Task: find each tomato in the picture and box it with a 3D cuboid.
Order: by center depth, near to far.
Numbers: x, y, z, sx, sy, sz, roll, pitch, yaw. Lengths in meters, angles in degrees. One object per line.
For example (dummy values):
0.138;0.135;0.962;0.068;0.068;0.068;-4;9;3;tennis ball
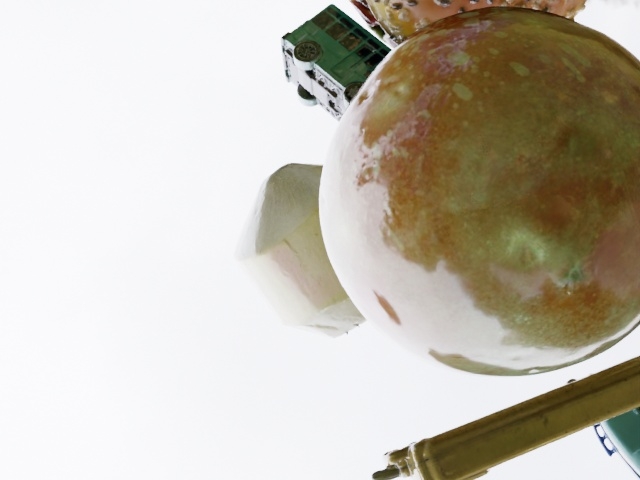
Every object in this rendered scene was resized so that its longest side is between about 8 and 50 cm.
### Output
0.138;-0.026;0.810;0.270;0.270;0.222;51;-176;-21;tomato

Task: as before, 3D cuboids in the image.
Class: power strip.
0.183;0.137;0.892;0.305;0.064;0.044;-19;-99;-11;power strip

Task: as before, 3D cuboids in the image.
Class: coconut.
-0.002;0.002;1.511;0.241;0.241;0.241;18;-117;-42;coconut

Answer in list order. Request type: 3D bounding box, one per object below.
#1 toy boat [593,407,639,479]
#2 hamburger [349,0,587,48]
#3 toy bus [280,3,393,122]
0.329;0.209;1.065;0.110;0.091;0.175;53;-174;-50;toy boat
0.156;-0.311;1.171;0.300;0.300;0.176;41;-171;-30;hamburger
0.041;-0.161;1.163;0.092;0.079;0.160;-39;-115;-18;toy bus
